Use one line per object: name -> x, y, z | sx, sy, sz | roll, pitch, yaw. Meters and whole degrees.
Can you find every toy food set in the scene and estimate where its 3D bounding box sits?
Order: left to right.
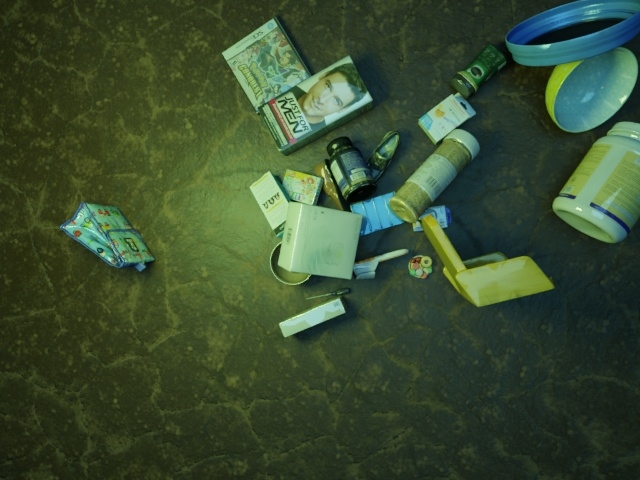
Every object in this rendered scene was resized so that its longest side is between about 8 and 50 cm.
toy food set -> 0.360, 0.095, 1.778 | 0.084, 0.020, 0.082 | 5, 91, 8

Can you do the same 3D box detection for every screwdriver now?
screwdriver -> 0.028, 0.200, 1.832 | 0.170, 0.025, 0.024 | -13, 89, 17

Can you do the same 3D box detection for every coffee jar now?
coffee jar -> 0.546, -0.584, 1.716 | 0.184, 0.079, 0.096 | -43, 85, 4

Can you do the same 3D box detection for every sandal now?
sandal -> 0.193, 0.096, 1.762 | 0.266, 0.102, 0.076 | -17, 87, 6

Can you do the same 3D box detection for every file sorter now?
file sorter -> 0.202, -0.096, 1.758 | 0.171, 0.104, 0.118 | -17, 88, 7

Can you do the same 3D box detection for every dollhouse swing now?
dollhouse swing -> 0.516, 0.028, 1.591 | 0.316, 0.347, 0.304 | -16, 88, 8

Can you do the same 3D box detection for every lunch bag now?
lunch bag -> -0.763, 0.010, 1.837 | 0.293, 0.221, 0.138 | 45, 96, 6

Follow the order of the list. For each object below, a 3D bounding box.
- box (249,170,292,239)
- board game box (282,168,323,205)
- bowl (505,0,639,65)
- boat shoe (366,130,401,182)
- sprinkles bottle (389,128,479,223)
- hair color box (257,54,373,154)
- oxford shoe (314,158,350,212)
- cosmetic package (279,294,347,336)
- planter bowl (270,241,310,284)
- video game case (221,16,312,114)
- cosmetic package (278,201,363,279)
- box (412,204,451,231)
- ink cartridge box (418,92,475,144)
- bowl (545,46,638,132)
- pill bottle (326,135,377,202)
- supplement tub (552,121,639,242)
box -> -0.158, -0.127, 1.783 | 0.101, 0.060, 0.244 | -37, 62, 12
board game box -> -0.071, -0.194, 1.807 | 0.154, 0.026, 0.103 | 18, 93, 30
bowl -> 0.792, -0.658, 1.552 | 0.392, 0.391, 0.077 | -19, 120, 8
boat shoe -> 0.215, -0.296, 1.770 | 0.080, 0.073, 0.223 | 32, 95, 6
sprinkles bottle -> 0.385, -0.219, 1.670 | 0.121, 0.121, 0.355 | 42, 77, 6
hair color box -> -0.016, -0.480, 1.783 | 0.375, 0.113, 0.185 | -28, 86, 7
oxford shoe -> 0.043, -0.188, 1.807 | 0.076, 0.076, 0.212 | -29, 83, 32
cosmetic package -> -0.023, 0.275, 1.796 | 0.239, 0.099, 0.060 | -24, 89, 8
planter bowl -> -0.091, 0.076, 1.798 | 0.162, 0.109, 0.161 | 0, 90, 9
video game case -> -0.200, -0.651, 1.847 | 0.248, 0.035, 0.274 | -31, 86, 7
cosmetic package -> 0.000, 0.000, 1.658 | 0.225, 0.138, 0.223 | 9, 93, -23
box -> 0.397, -0.080, 1.769 | 0.136, 0.028, 0.081 | -8, 89, 10
ink cartridge box -> 0.449, -0.437, 1.741 | 0.181, 0.061, 0.104 | -38, 85, 6
bowl -> 0.853, -0.518, 1.621 | 0.290, 0.289, 0.156 | -29, 43, 7
pill bottle -> 0.103, -0.254, 1.745 | 0.123, 0.123, 0.219 | -25, 69, 8
supplement tub -> 0.941, -0.184, 1.583 | 0.241, 0.241, 0.331 | 34, 95, 7
